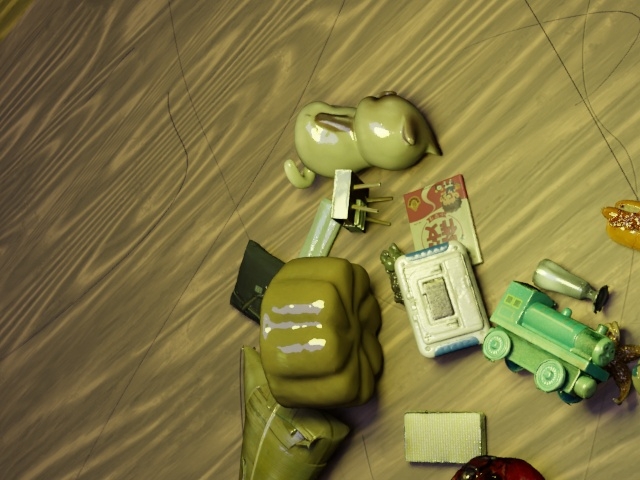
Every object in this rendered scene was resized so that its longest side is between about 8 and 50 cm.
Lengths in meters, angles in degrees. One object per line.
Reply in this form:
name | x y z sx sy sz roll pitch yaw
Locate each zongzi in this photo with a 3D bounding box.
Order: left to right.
zongzi | -0.168 0.554 2.124 0.418 0.181 0.447 40 104 36

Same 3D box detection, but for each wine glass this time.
wine glass | 0.550 0.100 1.804 0.155 0.072 0.072 27 96 34

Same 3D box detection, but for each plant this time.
plant | 0.198 0.090 2.034 0.085 0.087 0.174 -19 71 -14

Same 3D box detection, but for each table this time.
table | 0.109 -0.092 2.038 0.111 0.240 0.122 4 84 14

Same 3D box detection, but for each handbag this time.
handbag | -0.135 0.146 2.223 0.254 0.088 0.211 31 111 30

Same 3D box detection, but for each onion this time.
onion | 0.354 0.581 1.729 0.280 0.281 0.221 -8 110 32

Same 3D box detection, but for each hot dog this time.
hot dog | 0.705 -0.020 1.723 0.249 0.076 0.102 23 97 33

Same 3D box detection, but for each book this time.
book | 0.300 -0.032 2.020 0.162 0.022 0.232 -20 70 29

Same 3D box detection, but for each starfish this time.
starfish | 0.607 0.271 1.732 0.190 0.074 0.146 -48 61 18

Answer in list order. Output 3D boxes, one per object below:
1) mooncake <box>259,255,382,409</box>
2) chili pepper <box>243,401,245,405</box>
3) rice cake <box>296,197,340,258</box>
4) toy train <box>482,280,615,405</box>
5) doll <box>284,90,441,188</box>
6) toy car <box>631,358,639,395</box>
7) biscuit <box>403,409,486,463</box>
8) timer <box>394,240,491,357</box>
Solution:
mooncake | 0.014 0.221 1.958 0.200 0.378 0.379 -3 79 22
chili pepper | -0.162 0.418 2.224 0.050 0.041 0.153 39 107 -12
rice cake | -0.001 0.001 2.198 0.080 0.042 0.222 27 95 30
toy train | 0.485 0.218 1.750 0.298 0.120 0.194 30 91 52
doll | 0.098 -0.269 2.084 0.370 0.215 0.226 -11 74 28
toy car | 0.753 0.334 1.516 0.242 0.226 0.336 -31 79 25
biscuit | 0.290 0.460 1.923 0.199 0.040 0.121 -6 81 33
timer | 0.286 0.137 1.922 0.178 0.078 0.254 -18 79 7
